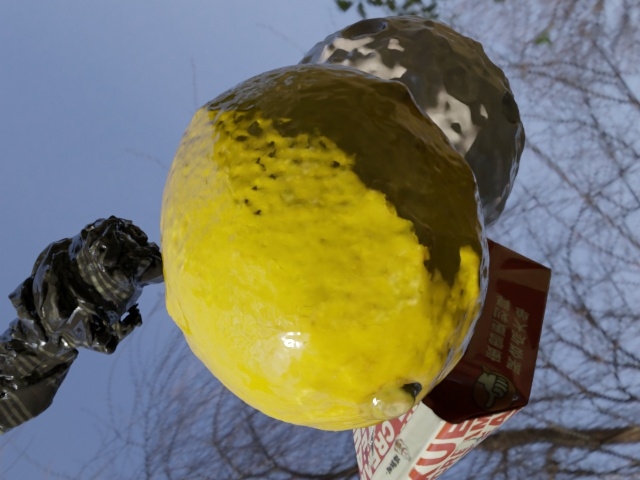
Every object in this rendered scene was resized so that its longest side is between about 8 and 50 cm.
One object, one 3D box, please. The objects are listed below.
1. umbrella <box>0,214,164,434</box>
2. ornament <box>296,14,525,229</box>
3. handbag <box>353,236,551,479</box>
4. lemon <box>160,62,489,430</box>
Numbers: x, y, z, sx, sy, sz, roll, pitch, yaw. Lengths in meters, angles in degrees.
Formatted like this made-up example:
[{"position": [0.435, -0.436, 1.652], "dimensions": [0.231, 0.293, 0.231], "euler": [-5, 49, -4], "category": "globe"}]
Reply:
[{"position": [-0.303, 0.119, 1.116], "dimensions": [0.128, 0.336, 0.154], "euler": [43, 180, 10], "category": "umbrella"}, {"position": [0.107, -0.128, 1.357], "dimensions": [0.337, 0.337, 0.337], "euler": [25, -133, -30], "category": "ornament"}, {"position": [0.119, 0.133, 1.019], "dimensions": [0.151, 0.171, 0.298], "euler": [26, -140, -2], "category": "handbag"}, {"position": [0.000, 0.000, 0.728], "dimensions": [0.233, 0.233, 0.288], "euler": [15, -138, -36], "category": "lemon"}]
